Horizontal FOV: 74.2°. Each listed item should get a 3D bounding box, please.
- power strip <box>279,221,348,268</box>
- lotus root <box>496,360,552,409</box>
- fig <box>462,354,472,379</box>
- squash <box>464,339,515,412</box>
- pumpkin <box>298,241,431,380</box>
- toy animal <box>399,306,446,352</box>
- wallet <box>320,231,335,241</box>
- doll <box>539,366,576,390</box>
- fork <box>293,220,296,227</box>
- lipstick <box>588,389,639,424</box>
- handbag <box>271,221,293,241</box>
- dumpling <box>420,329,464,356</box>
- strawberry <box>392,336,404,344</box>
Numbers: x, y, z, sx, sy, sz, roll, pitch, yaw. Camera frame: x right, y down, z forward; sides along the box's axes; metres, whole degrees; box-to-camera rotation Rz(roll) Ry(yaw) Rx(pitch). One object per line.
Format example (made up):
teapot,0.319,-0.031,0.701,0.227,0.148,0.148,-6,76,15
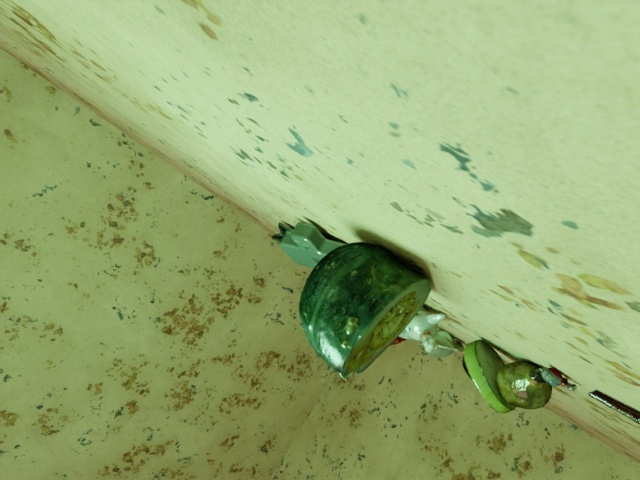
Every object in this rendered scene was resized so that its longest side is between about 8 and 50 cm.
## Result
power strip,-0.009,0.022,1.201,0.264,0.059,0.194,13,154,39
lotus root,0.553,0.386,1.141,0.138,0.138,0.214,30,163,26
fig,0.587,0.460,1.557,0.153,0.120,0.136,-27,-83,-75
squash,0.512,0.405,1.268,0.219,0.041,0.219,34,-144,-30
pumpkin,0.070,0.129,0.882,0.196,0.263,0.293,37,176,27
toy animal,0.313,0.267,1.375,0.138,0.141,0.282,23,177,9
wallet,0.063,0.037,1.294,0.198,0.031,0.110,34,174,-5
doll,0.549,0.322,0.994,0.114,0.039,0.057,26,-140,-20
fork,-0.003,0.006,1.407,0.219,0.028,0.034,33,171,-1
lipstick,0.635,0.355,0.850,0.027,0.027,0.176,36,175,-34
handbag,-0.040,0.039,1.669,0.260,0.079,0.247,25,172,43
dumpling,0.550,0.466,1.890,0.166,0.126,0.216,4,152,45
strawberry,0.247,0.339,1.752,0.261,0.258,0.261,37,180,0
